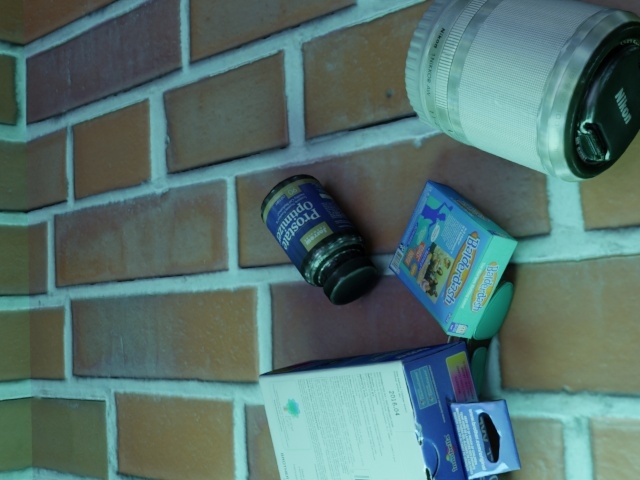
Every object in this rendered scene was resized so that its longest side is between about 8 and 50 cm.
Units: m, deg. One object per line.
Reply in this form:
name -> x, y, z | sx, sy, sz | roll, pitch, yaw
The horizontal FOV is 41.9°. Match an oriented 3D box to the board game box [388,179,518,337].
board game box -> 0.190, 0.023, 1.243 | 0.160, 0.047, 0.210 | -67, 27, 18

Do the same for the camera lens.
camera lens -> 0.278, -0.213, 1.104 | 0.274, 0.219, 0.219 | 29, 108, 40

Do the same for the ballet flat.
ballet flat -> 0.224, 0.141, 1.244 | 0.074, 0.074, 0.203 | 26, 108, 40

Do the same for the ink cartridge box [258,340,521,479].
ink cartridge box -> 0.103, 0.303, 1.245 | 0.396, 0.151, 0.269 | -16, 86, 49

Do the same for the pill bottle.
pill bottle -> 0.000, 0.000, 1.419 | 0.219, 0.123, 0.122 | 53, 121, 31
